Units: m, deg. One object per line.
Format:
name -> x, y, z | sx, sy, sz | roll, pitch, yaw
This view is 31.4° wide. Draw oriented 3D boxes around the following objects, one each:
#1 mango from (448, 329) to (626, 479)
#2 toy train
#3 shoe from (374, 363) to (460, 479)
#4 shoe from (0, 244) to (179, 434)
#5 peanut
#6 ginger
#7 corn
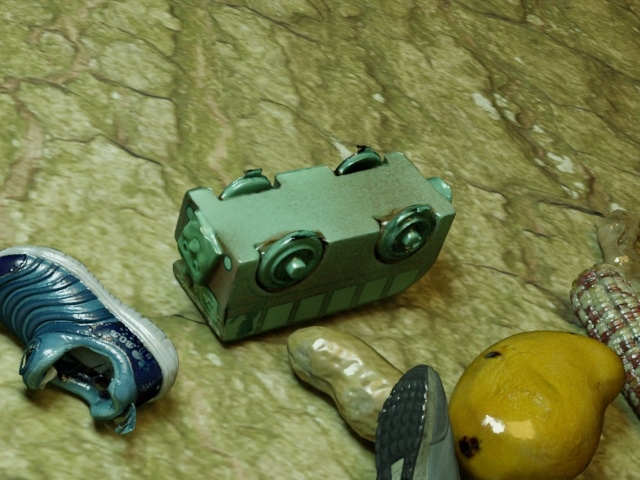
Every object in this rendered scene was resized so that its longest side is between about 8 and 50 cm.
mango -> 0.224, 0.175, 1.185 | 0.157, 0.109, 0.262 | 36, 34, 25
toy train -> 0.000, 0.000, 1.209 | 0.326, 0.159, 0.129 | -14, 52, -35
shoe -> 0.098, 0.215, 1.058 | 0.077, 0.074, 0.194 | 17, 70, -30
shoe -> -0.230, 0.088, 1.027 | 0.207, 0.091, 0.106 | 37, 34, 6
peanut -> 0.037, 0.145, 1.135 | 0.174, 0.080, 0.080 | 37, 40, 16
ginger -> 0.413, 0.059, 1.455 | 0.089, 0.075, 0.288 | 16, 36, -21
corn -> 0.366, 0.129, 1.344 | 0.080, 0.079, 0.237 | 1, 50, -29
